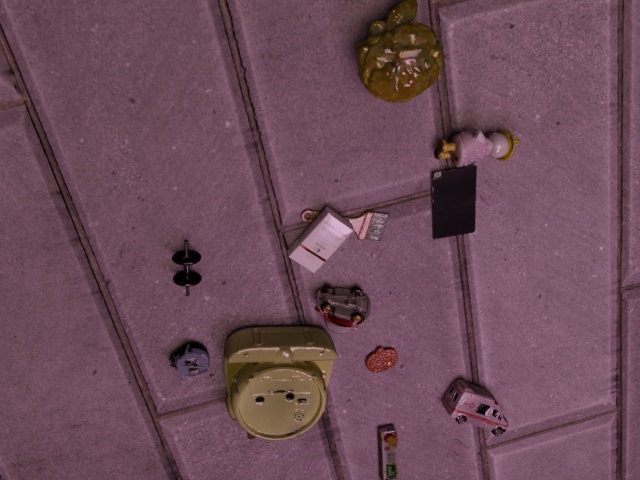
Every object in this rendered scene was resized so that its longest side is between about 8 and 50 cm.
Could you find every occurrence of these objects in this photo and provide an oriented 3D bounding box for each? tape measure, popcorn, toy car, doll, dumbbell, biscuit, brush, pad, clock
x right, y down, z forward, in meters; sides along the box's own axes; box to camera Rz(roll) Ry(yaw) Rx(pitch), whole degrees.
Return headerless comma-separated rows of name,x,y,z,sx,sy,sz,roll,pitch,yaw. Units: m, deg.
tape measure,-0.331,0.305,1.746,0.094,0.054,0.091,-24,123,3
popcorn,0.169,-0.403,1.457,0.198,0.198,0.212,-8,92,-8
toy car,0.050,0.185,1.748,0.139,0.112,0.112,11,129,-6
doll,0.376,-0.221,1.624,0.207,0.081,0.129,-8,152,-11
dumbbell,-0.316,0.066,1.627,0.069,0.069,0.147,-2,116,-11
biscuit,0.167,0.324,1.879,0.091,0.015,0.078,-14,115,-5
toy car,0.460,0.479,1.973,0.210,0.089,0.108,22,104,-17
brush,0.059,-0.046,1.683,0.218,0.010,0.082,10,113,-16
pad,0.334,-0.092,1.714,0.116,0.004,0.193,-10,121,-6
clock,-0.109,0.394,1.798,0.286,0.117,0.348,0,115,-11

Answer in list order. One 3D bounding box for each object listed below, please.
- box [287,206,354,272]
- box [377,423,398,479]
box,0.000,0.000,1.669,0.084,0.040,0.154,33,112,-26
box,0.200,0.633,2.018,0.050,0.041,0.207,-10,117,-10
